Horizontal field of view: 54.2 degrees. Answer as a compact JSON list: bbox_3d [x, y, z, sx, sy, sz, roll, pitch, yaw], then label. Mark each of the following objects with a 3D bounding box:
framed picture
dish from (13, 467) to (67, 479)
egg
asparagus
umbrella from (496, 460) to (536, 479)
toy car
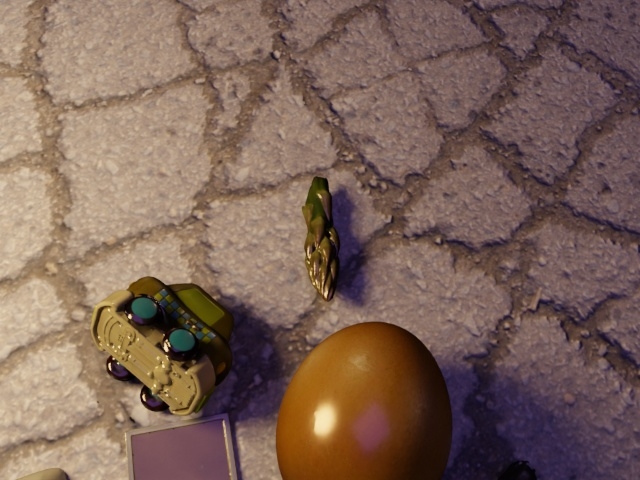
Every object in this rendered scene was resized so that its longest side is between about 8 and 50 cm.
[{"bbox_3d":[-0.242,0.387,1.091,0.183,0.011,0.141,-8,67,-12],"label":"framed picture"},{"bbox_3d":[-0.461,0.478,0.978,0.151,0.077,0.212,-18,69,-17],"label":"dish"},{"bbox_3d":[0.074,0.301,1.031,0.283,0.282,0.351,23,58,2],"label":"egg"},{"bbox_3d":[0.000,0.000,1.279,0.080,0.080,0.287,-2,57,-10],"label":"asparagus"},{"bbox_3d":[0.256,0.501,1.074,0.326,0.090,0.094,-39,73,-23],"label":"umbrella"},{"bbox_3d":[-0.258,0.165,1.119,0.248,0.204,0.198,38,42,8],"label":"toy car"}]
